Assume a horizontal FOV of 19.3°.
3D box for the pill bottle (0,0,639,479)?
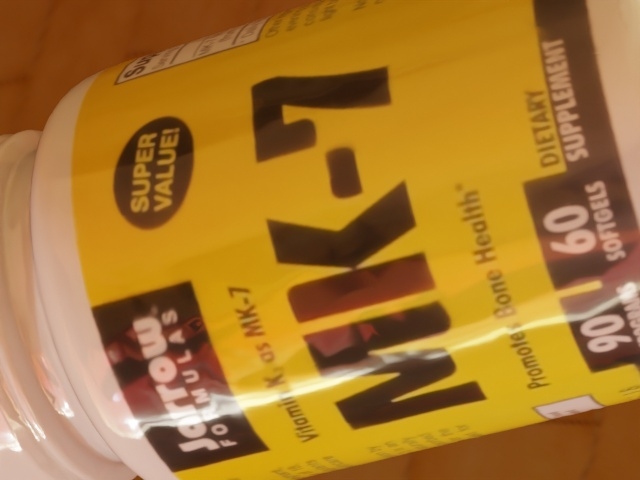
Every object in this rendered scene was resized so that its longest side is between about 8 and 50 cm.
[{"bbox_3d":[0.000,0.000,0.488,0.208,0.119,0.119,-16,55,18],"label":"pill bottle"}]
